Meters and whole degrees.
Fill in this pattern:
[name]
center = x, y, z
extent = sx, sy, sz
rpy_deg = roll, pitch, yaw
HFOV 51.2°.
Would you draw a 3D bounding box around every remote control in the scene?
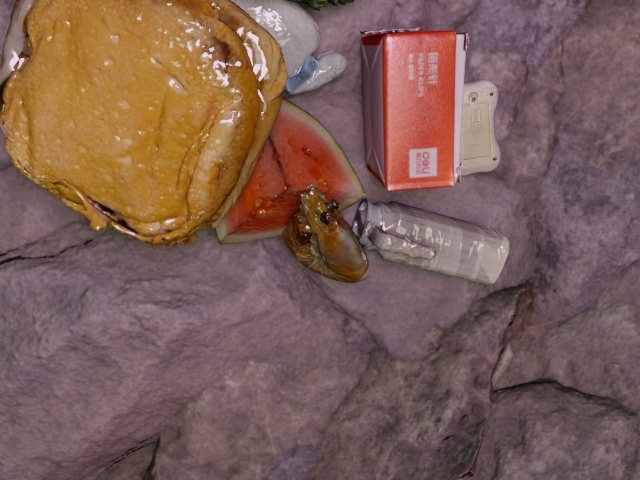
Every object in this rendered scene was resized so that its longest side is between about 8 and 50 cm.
[remote control]
center = 0.198, -0.147, 0.874
extent = 0.074, 0.032, 0.122
rpy_deg = -8, 108, -5

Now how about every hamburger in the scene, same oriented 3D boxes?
[hamburger]
center = -0.200, -0.153, 0.726
extent = 0.318, 0.158, 0.319
rpy_deg = 4, 108, 12

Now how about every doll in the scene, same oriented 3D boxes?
[doll]
center = -0.068, -0.242, 0.785
extent = 0.214, 0.071, 0.103
rpy_deg = 26, 102, -15

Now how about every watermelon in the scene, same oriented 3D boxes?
[watermelon]
center = -0.061, -0.071, 0.833
extent = 0.193, 0.137, 0.145
rpy_deg = 42, 128, -14

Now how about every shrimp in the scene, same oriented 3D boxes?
[shrimp]
center = -0.001, 0.002, 0.824
extent = 0.115, 0.217, 0.051
rpy_deg = 8, 65, 16

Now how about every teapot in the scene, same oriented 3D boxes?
[teapot]
center = 0.143, 0.006, 0.876
extent = 0.200, 0.107, 0.077
rpy_deg = 14, 110, -12

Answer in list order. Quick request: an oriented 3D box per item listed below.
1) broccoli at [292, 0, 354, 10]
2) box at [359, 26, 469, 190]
[broccoli]
center = -0.007, -0.350, 0.708
extent = 0.226, 0.176, 0.198
rpy_deg = 2, 102, 7
[box]
center = 0.109, -0.162, 0.804
extent = 0.099, 0.133, 0.182
rpy_deg = -5, 107, -8
